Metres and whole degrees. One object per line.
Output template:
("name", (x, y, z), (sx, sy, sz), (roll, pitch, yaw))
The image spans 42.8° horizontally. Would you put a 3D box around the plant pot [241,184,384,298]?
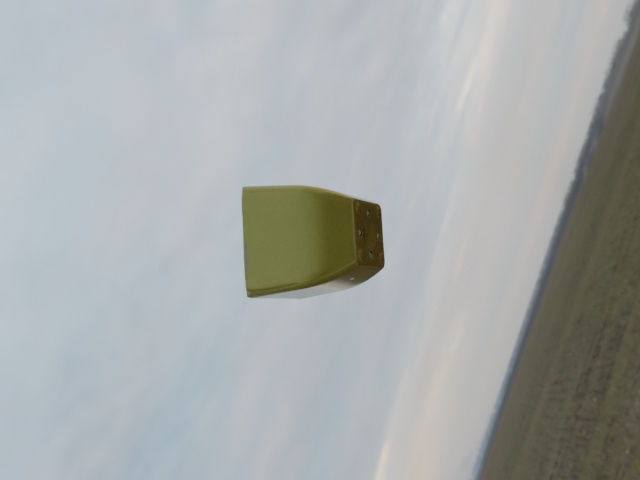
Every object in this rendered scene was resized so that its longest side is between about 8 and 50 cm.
("plant pot", (0.000, 0.000, 0.598), (0.081, 0.083, 0.081), (8, -101, -61))
